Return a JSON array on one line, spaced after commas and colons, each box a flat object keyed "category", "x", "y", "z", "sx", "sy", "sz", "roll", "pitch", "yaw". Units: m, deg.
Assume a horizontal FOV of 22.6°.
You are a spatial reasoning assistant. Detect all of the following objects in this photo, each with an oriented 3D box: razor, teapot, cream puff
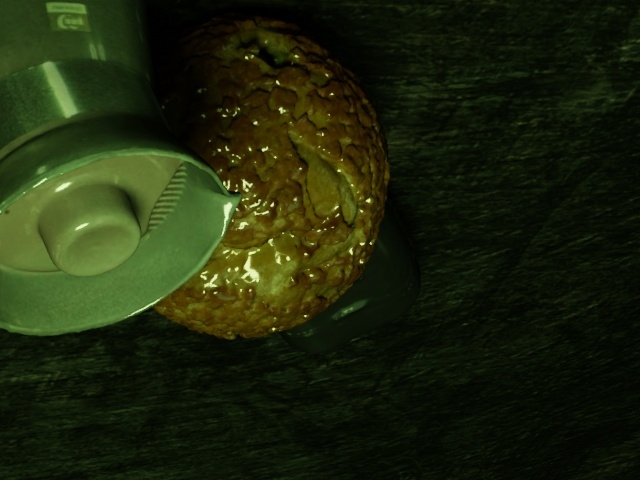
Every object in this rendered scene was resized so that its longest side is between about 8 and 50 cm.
[{"category": "razor", "x": -0.002, "y": -0.004, "z": 1.751, "sx": 0.189, "sy": 0.107, "sz": 0.327, "roll": -26, "pitch": 145, "yaw": -1}, {"category": "teapot", "x": -0.240, "y": -0.118, "z": 1.188, "sx": 0.300, "sy": 0.344, "sz": 0.253, "roll": -12, "pitch": 144, "yaw": -23}, {"category": "cream puff", "x": -0.072, "y": -0.045, "z": 1.476, "sx": 0.303, "sy": 0.212, "sz": 0.303, "roll": -5, "pitch": 119, "yaw": -9}]
